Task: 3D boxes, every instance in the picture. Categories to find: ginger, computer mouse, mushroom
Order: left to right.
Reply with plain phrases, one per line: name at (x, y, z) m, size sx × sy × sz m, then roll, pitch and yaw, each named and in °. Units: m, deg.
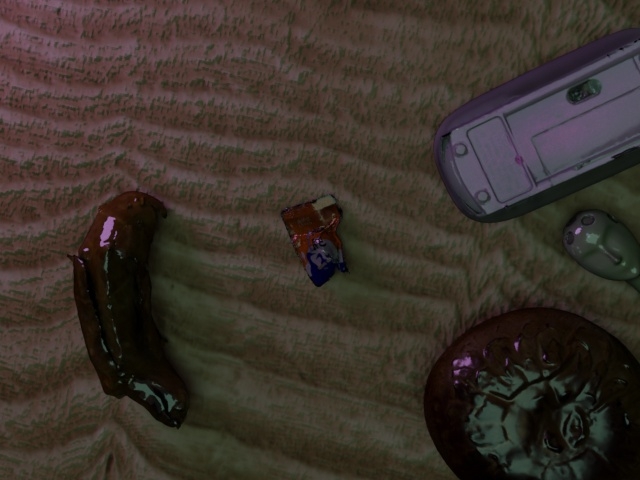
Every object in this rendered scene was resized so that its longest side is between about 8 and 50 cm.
ginger at (-0.253, 0.092, 1.268) m, size 0.133 × 0.107 × 0.309 m, roll -7°, pitch 99°, yaw -14°
mushroom at (0.269, 0.224, 1.182) m, size 0.297 × 0.163 × 0.278 m, roll 23°, pitch 102°, yaw 2°
computer mouse at (0.290, -0.134, 1.161) m, size 0.310 × 0.072 × 0.158 m, roll -25°, pitch 94°, yaw 12°

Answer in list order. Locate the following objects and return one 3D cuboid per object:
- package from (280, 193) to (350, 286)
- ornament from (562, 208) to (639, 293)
package at (0.000, 0.000, 1.250) m, size 0.077 × 0.033 × 0.110 m, roll -24°, pitch 81°, yaw 35°
ornament at (0.365, 0.023, 1.176) m, size 0.156 × 0.081 × 0.075 m, roll 37°, pitch 107°, yaw -4°
